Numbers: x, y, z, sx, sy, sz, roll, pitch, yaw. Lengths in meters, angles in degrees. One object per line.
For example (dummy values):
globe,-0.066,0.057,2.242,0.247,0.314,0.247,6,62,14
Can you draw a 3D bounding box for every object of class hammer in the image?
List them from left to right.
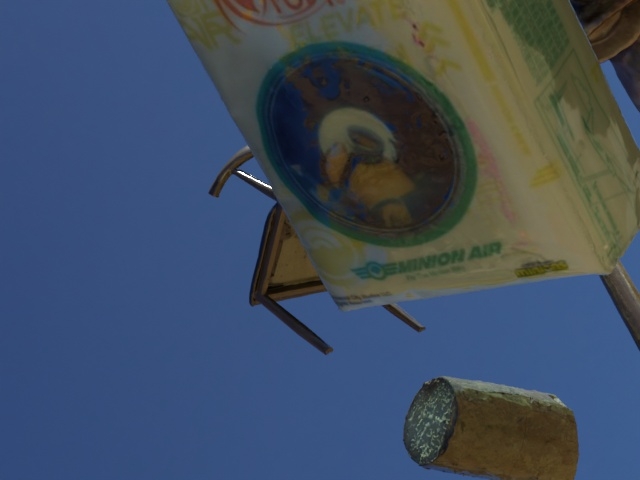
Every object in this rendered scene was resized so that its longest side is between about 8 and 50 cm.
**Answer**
hammer,0.361,0.032,1.950,0.111,0.365,0.043,-10,-51,-6

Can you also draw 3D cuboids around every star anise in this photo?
star anise,0.348,-0.304,1.714,0.292,0.109,0.349,-16,-64,-39

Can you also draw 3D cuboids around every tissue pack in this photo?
tissue pack,0.069,-0.140,1.299,0.388,0.287,0.162,61,-140,-23

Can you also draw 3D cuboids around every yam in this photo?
yam,0.281,0.307,2.509,0.268,0.161,0.161,11,-78,-20

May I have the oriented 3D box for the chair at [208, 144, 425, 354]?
chair,0.000,0.000,1.916,0.188,0.272,0.166,-9,-57,-38
